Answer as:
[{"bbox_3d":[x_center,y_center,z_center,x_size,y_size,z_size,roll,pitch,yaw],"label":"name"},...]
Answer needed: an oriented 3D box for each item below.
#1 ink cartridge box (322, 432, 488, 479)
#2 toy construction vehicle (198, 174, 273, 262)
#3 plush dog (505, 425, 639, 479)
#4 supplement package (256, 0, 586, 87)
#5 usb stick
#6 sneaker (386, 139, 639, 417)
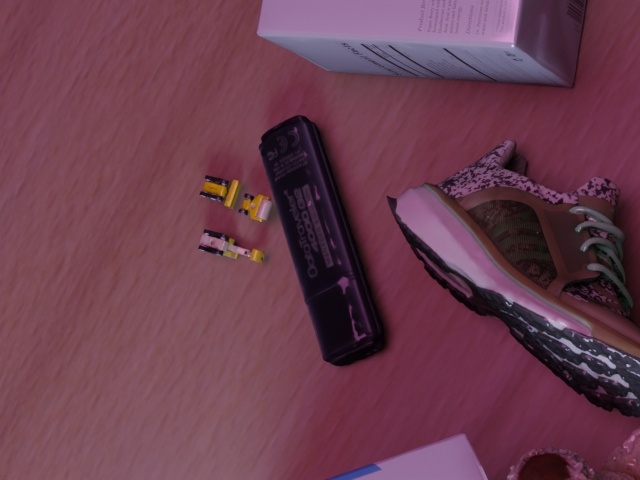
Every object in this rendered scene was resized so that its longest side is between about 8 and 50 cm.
[{"bbox_3d":[0.059,0.339,1.840,0.198,0.270,0.197,-17,68,-17],"label":"ink cartridge box"},{"bbox_3d":[-0.094,-0.022,2.163,0.098,0.035,0.086,13,83,35],"label":"toy construction vehicle"},{"bbox_3d":[0.295,0.310,1.811,0.225,0.262,0.210,52,138,35],"label":"plush dog"},{"bbox_3d":[0.110,-0.269,2.025,0.293,0.175,0.177,7,84,28],"label":"supplement package"},{"bbox_3d":[0.000,0.000,2.102,0.077,0.045,0.278,-28,68,27],"label":"usb stick"},{"bbox_3d":[0.237,0.013,1.893,0.182,0.158,0.410,-45,47,-6],"label":"sneaker"}]
